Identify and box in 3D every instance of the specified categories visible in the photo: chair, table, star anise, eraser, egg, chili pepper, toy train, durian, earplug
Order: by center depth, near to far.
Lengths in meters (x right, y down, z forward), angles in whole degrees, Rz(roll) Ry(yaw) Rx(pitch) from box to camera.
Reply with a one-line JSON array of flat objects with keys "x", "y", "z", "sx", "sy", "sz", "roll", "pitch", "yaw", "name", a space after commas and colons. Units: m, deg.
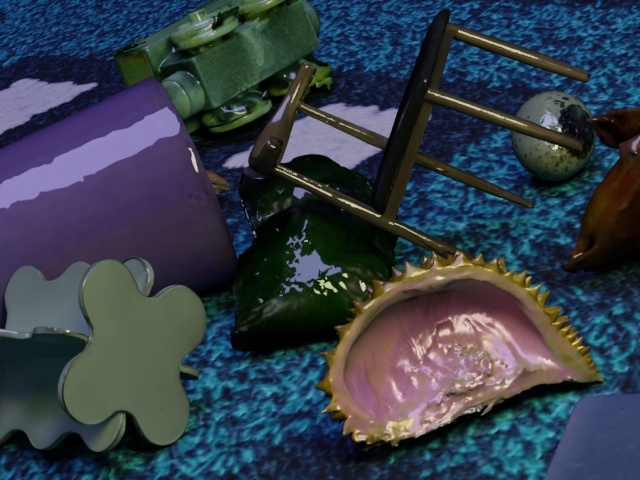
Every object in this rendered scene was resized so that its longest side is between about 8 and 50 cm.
[{"x": 0.195, "y": 0.164, "z": 1.115, "sx": 0.082, "sy": 0.036, "sz": 0.225, "roll": -4, "pitch": 25, "yaw": 24, "name": "eraser"}, {"x": 0.101, "y": 0.085, "z": 1.278, "sx": 0.182, "sy": 0.165, "sz": 0.132, "roll": -33, "pitch": 50, "yaw": 18, "name": "durian"}, {"x": 0.369, "y": -0.057, "z": 1.397, "sx": 0.346, "sy": 0.148, "sz": 0.237, "roll": -13, "pitch": 44, "yaw": -1, "name": "star anise"}, {"x": -0.219, "y": 0.098, "z": 1.402, "sx": 0.198, "sy": 0.166, "sz": 0.166, "roll": -5, "pitch": 24, "yaw": 44, "name": "table"}, {"x": 0.087, "y": -0.102, "z": 1.476, "sx": 0.272, "sy": 0.166, "sz": 0.188, "roll": 19, "pitch": 31, "yaw": 0, "name": "chair"}, {"x": -0.001, "y": -0.008, "z": 1.537, "sx": 0.148, "sy": 0.116, "sz": 0.264, "roll": -7, "pitch": 25, "yaw": 13, "name": "chili pepper"}, {"x": -0.321, "y": 0.023, "z": 1.575, "sx": 0.456, "sy": 0.215, "sz": 0.215, "roll": -23, "pitch": 23, "yaw": -9, "name": "earplug"}, {"x": 0.232, "y": -0.103, "z": 1.646, "sx": 0.085, "sy": 0.085, "sz": 0.110, "roll": -11, "pitch": 23, "yaw": 12, "name": "egg"}, {"x": -0.118, "y": -0.228, "z": 2.088, "sx": 0.188, "sy": 0.159, "sz": 0.272, "roll": -6, "pitch": 23, "yaw": 46, "name": "toy train"}]

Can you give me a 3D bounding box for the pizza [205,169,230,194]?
[{"x": -0.203, "y": -0.055, "z": 1.881, "sx": 0.262, "sy": 0.034, "sz": 0.181, "roll": 4, "pitch": 30, "yaw": 40, "name": "pizza"}]
